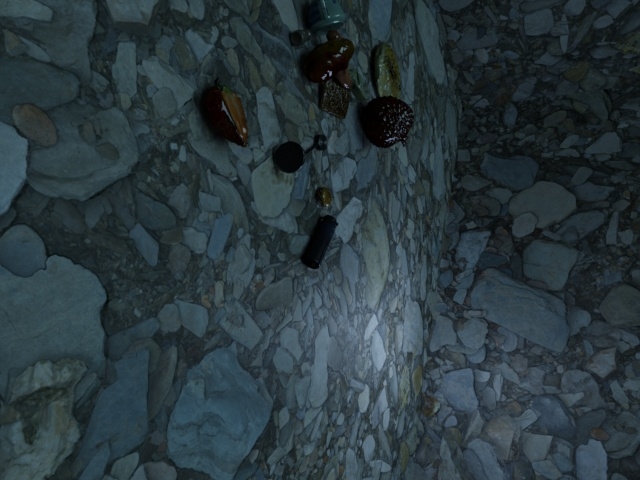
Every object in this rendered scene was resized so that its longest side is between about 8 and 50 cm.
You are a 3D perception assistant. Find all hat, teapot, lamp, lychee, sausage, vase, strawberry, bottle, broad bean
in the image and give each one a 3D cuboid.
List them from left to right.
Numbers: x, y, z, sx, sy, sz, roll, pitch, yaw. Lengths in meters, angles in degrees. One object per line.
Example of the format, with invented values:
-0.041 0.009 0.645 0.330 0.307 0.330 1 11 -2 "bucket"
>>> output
-0.279 -0.371 1.318 0.192 0.085 0.140 58 25 -48 "strawberry"
-0.072 -0.778 1.714 0.101 0.053 0.053 -53 134 -52 "vase"
-0.034 -0.341 1.723 0.371 0.108 0.130 -27 112 -57 "lamp"
0.000 0.000 1.827 0.244 0.082 0.072 -65 -174 -35 "bottle"
0.014 -0.907 1.774 0.232 0.159 0.159 -71 155 -78 "teapot"
0.040 -0.707 1.771 0.228 0.122 0.156 -30 155 -15 "broad bean"
0.080 -0.766 1.909 0.304 0.078 0.078 69 34 -58 "sausage"
0.173 -0.721 2.081 0.081 0.122 0.166 -41 103 -3 "hat"
0.340 -0.580 2.227 0.300 0.264 0.264 42 50 -22 "lychee"

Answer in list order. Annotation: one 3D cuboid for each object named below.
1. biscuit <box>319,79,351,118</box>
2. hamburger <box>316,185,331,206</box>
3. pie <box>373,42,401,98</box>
0.068 -0.612 1.961 0.231 0.025 0.131 -5 108 -60 "biscuit"
0.015 -0.183 1.879 0.083 0.044 0.076 53 47 -50 "hamburger"
0.369 -0.917 2.460 0.339 0.077 0.339 -1 91 -60 "pie"
